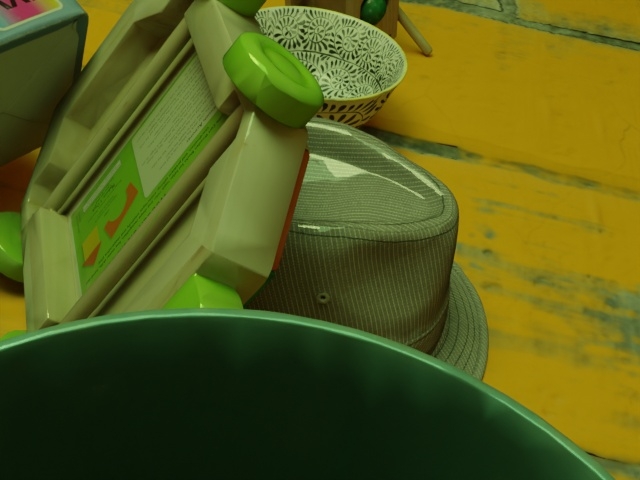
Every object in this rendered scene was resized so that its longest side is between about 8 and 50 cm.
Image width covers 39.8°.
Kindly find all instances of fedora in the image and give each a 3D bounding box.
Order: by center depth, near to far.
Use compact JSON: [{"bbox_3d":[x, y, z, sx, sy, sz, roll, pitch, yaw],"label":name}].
[{"bbox_3d":[0.000,0.000,0.619,0.275,0.124,0.244,16,40,5],"label":"fedora"}]

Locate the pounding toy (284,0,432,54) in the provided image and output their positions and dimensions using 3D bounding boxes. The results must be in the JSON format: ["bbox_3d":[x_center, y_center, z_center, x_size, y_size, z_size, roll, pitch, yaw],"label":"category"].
[{"bbox_3d":[0.043,-0.266,0.957,0.100,0.130,0.141,-34,56,-27],"label":"pounding toy"}]

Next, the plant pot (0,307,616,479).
[{"bbox_3d":[-0.040,0.206,0.279,0.292,0.235,0.293,7,40,-6],"label":"plant pot"}]

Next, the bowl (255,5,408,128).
[{"bbox_3d":[-0.010,-0.143,0.822,0.170,0.080,0.170,7,39,-6],"label":"bowl"}]

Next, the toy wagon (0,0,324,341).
[{"bbox_3d":[-0.102,-0.011,0.514,0.068,0.267,0.344,25,29,-38],"label":"toy wagon"}]

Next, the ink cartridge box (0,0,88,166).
[{"bbox_3d":[-0.393,-0.193,0.598,0.395,0.151,0.270,44,52,10],"label":"ink cartridge box"}]
